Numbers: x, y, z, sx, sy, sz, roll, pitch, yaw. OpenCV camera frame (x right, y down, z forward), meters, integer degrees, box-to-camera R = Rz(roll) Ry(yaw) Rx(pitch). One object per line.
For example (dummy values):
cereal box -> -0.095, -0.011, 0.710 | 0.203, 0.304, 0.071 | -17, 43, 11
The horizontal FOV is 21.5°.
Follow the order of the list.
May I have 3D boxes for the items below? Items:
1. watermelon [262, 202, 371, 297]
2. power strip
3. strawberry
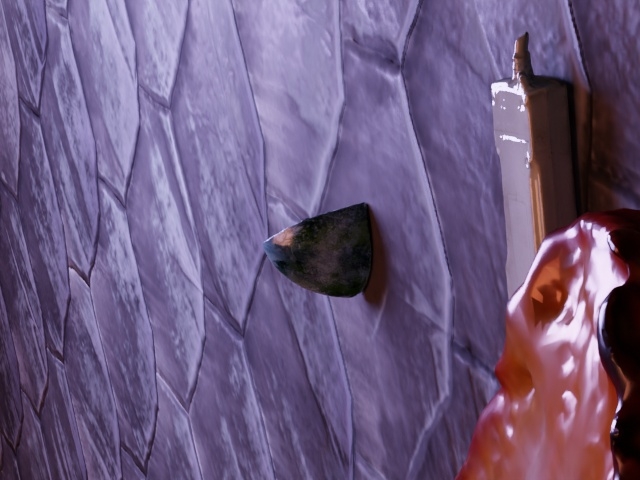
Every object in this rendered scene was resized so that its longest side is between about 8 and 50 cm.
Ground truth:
watermelon -> 0.000, 0.000, 1.267 | 0.061, 0.085, 0.085 | -70, -16, -60
power strip -> 0.126, -0.026, 0.977 | 0.047, 0.030, 0.191 | -157, 58, -65
strawberry -> 0.167, 0.155, 0.836 | 0.265, 0.149, 0.336 | -130, 44, -75
